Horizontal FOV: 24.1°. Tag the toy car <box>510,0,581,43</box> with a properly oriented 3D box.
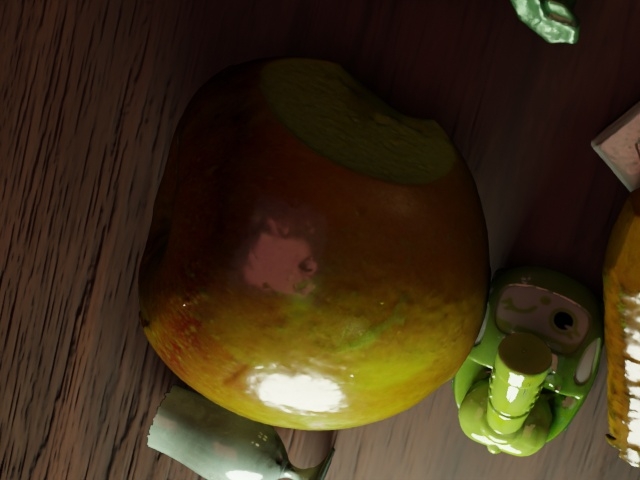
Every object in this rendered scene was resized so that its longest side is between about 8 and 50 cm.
[{"bbox_3d":[0.100,-0.330,1.476,0.359,0.213,0.176,12,139,14],"label":"toy car"}]

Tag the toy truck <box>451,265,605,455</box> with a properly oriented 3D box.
[{"bbox_3d":[0.208,0.140,1.558,0.148,0.210,0.187,21,124,8],"label":"toy truck"}]

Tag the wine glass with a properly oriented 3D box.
[{"bbox_3d":[-0.092,0.236,1.698,0.202,0.093,0.093,22,106,5],"label":"wine glass"}]

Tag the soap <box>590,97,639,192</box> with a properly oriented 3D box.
[{"bbox_3d":[0.381,-0.072,1.532,0.121,0.064,0.183,-41,90,20],"label":"soap"}]

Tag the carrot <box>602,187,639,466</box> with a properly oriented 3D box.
[{"bbox_3d":[0.340,0.093,1.518,0.114,0.114,0.301,4,120,13],"label":"carrot"}]

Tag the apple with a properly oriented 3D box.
[{"bbox_3d":[0.000,0.000,1.526,0.374,0.374,0.384,2,64,13],"label":"apple"}]
